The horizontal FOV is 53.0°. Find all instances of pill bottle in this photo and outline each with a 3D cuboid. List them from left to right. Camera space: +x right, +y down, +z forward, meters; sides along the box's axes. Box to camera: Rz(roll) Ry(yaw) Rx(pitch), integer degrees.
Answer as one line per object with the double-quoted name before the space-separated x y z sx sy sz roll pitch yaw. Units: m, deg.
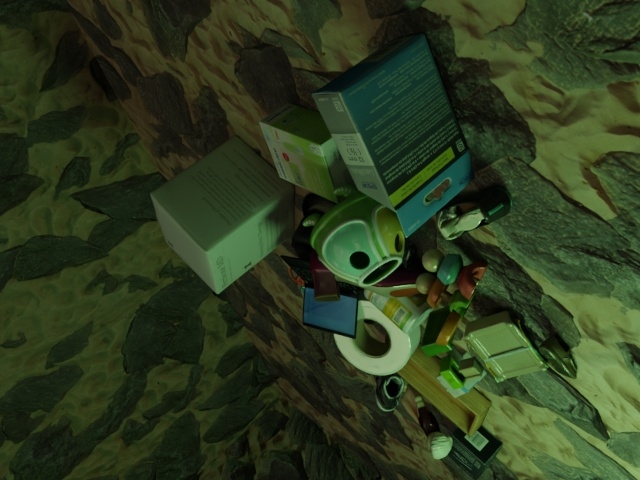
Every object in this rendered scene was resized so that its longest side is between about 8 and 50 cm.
"pill bottle" 0.222 0.161 1.989 0.246 0.136 0.136 42 156 21

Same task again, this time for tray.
"tray" 0.397 0.488 2.244 0.411 0.076 0.203 40 156 27

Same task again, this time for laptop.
"laptop" -0.008 0.183 2.099 0.234 0.136 0.264 9 152 38

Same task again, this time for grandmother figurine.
"grandmother figurine" 0.384 0.657 2.329 0.208 0.104 0.342 51 -174 -27

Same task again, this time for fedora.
"fedora" 0.000 0.000 2.130 0.334 0.152 0.334 43 156 24

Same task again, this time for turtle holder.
"turtle holder" 0.138 -0.021 1.747 0.227 0.320 0.243 60 -179 24

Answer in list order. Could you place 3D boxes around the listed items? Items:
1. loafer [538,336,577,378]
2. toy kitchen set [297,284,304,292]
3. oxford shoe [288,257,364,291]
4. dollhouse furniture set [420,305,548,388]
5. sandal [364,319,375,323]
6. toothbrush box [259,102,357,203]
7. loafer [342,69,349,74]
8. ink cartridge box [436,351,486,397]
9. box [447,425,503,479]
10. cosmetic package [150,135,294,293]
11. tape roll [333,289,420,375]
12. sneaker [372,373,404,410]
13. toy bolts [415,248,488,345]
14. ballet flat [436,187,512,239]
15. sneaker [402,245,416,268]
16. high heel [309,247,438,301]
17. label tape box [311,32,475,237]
"loafer" 0.601 0.293 1.596 0.148 0.050 0.056 45 166 -28
"toy kitchen set" 0.043 0.215 2.428 0.207 0.122 0.166 38 -173 -27
"oxford shoe" 0.072 0.135 2.287 0.364 0.133 0.130 26 122 17
"dollhouse furniture set" 0.466 0.278 1.803 0.301 0.151 0.197 -26 112 39
"sandal" 0.187 0.265 2.315 0.060 0.090 0.219 37 158 -27
"toothbrush box" -0.023 -0.254 1.842 0.283 0.122 0.206 30 150 43
"loafer" 0.088 -0.361 1.581 0.125 0.045 0.039 67 170 -20
"ink cartridge box" 0.443 0.431 2.042 0.090 0.092 0.143 47 157 10
"box" 0.547 0.748 2.307 0.153 0.108 0.207 40 155 25
"cosmetic package" -0.343 -0.092 2.334 0.327 0.394 0.329 42 157 20
"tape roll" 0.187 0.306 2.158 0.286 0.100 0.286 13 117 26
"sneaker" 0.249 0.504 2.432 0.153 0.101 0.268 121 138 -65
"toy bolts" 0.313 0.133 1.680 0.158 0.218 0.228 28 139 16
"ballet flat" 0.330 -0.057 1.506 0.095 0.096 0.280 52 158 -3
"sneaker" 0.251 0.044 1.883 0.044 0.040 0.109 44 156 21
"high heel" 0.155 0.075 1.887 0.127 0.377 0.181 81 -174 -69
"label tape box" 0.168 -0.220 1.363 0.115 0.249 0.347 15 138 54
